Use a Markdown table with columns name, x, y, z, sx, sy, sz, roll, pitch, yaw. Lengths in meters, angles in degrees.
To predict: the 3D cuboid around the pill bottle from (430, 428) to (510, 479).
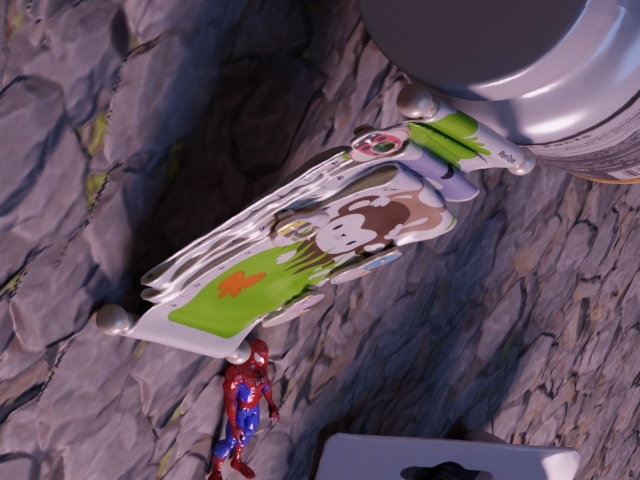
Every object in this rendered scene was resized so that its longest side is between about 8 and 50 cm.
| name | x | y | z | sx | sy | sz | roll | pitch | yaw |
| --- | --- | --- | --- | --- | --- | --- | --- | --- | --- |
| pill bottle | 0.116 | 0.259 | 1.281 | 0.180 | 0.108 | 0.108 | -51 | 153 | -13 |

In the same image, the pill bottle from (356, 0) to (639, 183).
| name | x | y | z | sx | sy | sz | roll | pitch | yaw |
| --- | --- | --- | --- | --- | --- | --- | --- | --- | --- |
| pill bottle | 0.136 | -0.125 | 0.850 | 0.278 | 0.162 | 0.162 | 12 | 108 | -62 |

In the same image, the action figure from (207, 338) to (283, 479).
| name | x | y | z | sx | sy | sz | roll | pitch | yaw |
| --- | --- | --- | --- | --- | --- | --- | --- | --- | --- |
| action figure | -0.045 | 0.106 | 0.934 | 0.038 | 0.030 | 0.115 | -26 | 137 | -40 |

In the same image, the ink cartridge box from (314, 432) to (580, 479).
| name | x | y | z | sx | sy | sz | roll | pitch | yaw |
| --- | --- | --- | --- | --- | --- | --- | --- | --- | --- |
| ink cartridge box | 0.072 | 0.314 | 1.137 | 0.207 | 0.119 | 0.353 | 5 | 124 | -10 |

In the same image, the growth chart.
| name | x | y | z | sx | sy | sz | roll | pitch | yaw |
| --- | --- | --- | --- | --- | --- | --- | --- | --- | --- |
| growth chart | 0.000 | 0.000 | 0.793 | 0.237 | 0.021 | 0.172 | -34 | 156 | 25 |
